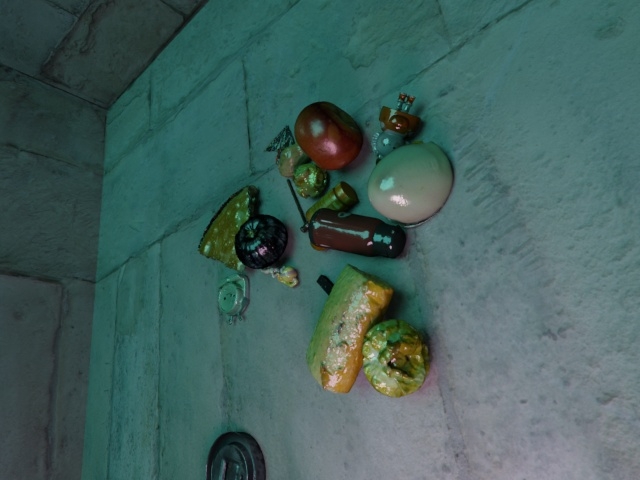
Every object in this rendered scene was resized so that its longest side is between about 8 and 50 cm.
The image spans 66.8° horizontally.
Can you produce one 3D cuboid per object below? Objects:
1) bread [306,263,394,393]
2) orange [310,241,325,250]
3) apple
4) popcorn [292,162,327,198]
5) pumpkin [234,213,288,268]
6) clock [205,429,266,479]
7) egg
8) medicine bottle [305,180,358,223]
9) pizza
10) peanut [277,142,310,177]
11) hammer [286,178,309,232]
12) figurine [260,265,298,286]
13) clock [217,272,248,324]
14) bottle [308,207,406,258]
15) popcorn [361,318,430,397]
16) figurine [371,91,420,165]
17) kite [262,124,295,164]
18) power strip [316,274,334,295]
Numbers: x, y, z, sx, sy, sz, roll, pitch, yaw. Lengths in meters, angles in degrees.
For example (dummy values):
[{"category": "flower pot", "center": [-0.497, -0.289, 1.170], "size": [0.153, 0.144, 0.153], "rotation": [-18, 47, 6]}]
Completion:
[{"category": "bread", "center": [0.086, 0.280, 1.563], "size": [0.375, 0.165, 0.236], "rotation": [-66, 17, 7]}, {"category": "orange", "center": [0.000, 0.000, 1.836], "size": [0.083, 0.070, 0.083], "rotation": [-9, 70, 25]}, {"category": "apple", "center": [0.024, -0.388, 1.813], "size": [0.272, 0.251, 0.206], "rotation": [47, 113, 9]}, {"category": "popcorn", "center": [-0.040, -0.238, 1.925], "size": [0.135, 0.162, 0.141], "rotation": [-25, 80, -4]}, {"category": "pumpkin", "center": [-0.244, 0.005, 1.982], "size": [0.233, 0.163, 0.233], "rotation": [-19, 50, 25]}, {"category": "clock", "center": [-0.330, 0.894, 1.863], "size": [0.312, 0.061, 0.312], "rotation": [-16, 66, 40]}, {"category": "egg", "center": [0.273, -0.193, 1.561], "size": [0.286, 0.174, 0.264], "rotation": [-41, 62, 21]}, {"category": "medicine bottle", "center": [0.040, -0.129, 1.822], "size": [0.192, 0.096, 0.096], "rotation": [-38, 54, 28]}, {"category": "pizza", "center": [-0.395, -0.073, 2.232], "size": [0.435, 0.080, 0.392], "rotation": [17, 89, 44]}, {"category": "peanut", "center": [-0.083, -0.366, 2.009], "size": [0.263, 0.117, 0.101], "rotation": [-43, 71, 22]}, {"category": "hammer", "center": [-0.095, -0.156, 2.012], "size": [0.058, 0.029, 0.292], "rotation": [-41, 50, 24]}, {"category": "figurine", "center": [-0.162, 0.137, 1.950], "size": [0.187, 0.083, 0.083], "rotation": [6, 81, 38]}, {"category": "clock", "center": [-0.380, 0.257, 2.118], "size": [0.159, 0.066, 0.211], "rotation": [-28, 60, 36]}, {"category": "bottle", "center": [0.127, -0.021, 1.657], "size": [0.336, 0.144, 0.144], "rotation": [12, 85, 36]}, {"category": "popcorn", "center": [0.221, 0.343, 1.422], "size": [0.183, 0.204, 0.221], "rotation": [-18, 88, 58]}, {"category": "figurine", "center": [0.257, -0.375, 1.688], "size": [0.143, 0.143, 0.271], "rotation": [51, 136, 41]}, {"category": "kite", "center": [-0.179, -0.432, 2.190], "size": [0.232, 0.009, 0.189], "rotation": [11, 86, 46]}, {"category": "power strip", "center": [0.030, 0.170, 1.781], "size": [0.038, 0.029, 0.111], "rotation": [-56, 49, 14]}]
